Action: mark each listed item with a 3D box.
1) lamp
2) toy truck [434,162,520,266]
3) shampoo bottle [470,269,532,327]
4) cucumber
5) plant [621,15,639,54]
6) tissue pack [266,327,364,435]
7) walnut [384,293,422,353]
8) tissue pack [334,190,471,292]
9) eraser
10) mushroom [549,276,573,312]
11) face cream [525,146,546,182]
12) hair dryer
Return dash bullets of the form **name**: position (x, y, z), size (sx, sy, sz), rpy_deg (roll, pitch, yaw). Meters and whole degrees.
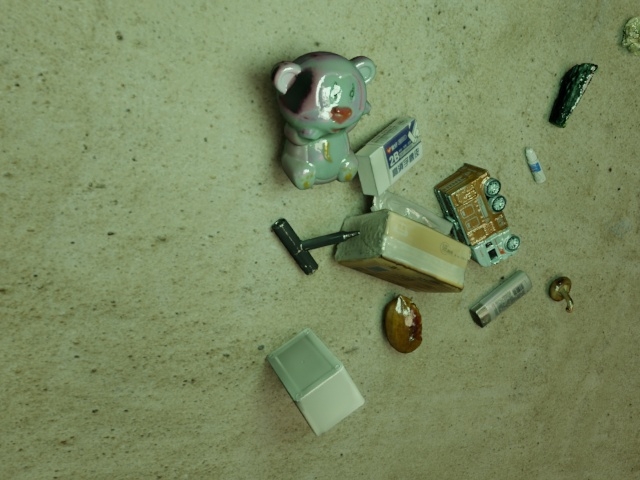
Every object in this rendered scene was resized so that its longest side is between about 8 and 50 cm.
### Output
- **lamp**: position (-0.006, -0.299, 1.249), size (0.248, 0.247, 0.300), rpy_deg (-10, 133, -18)
- **toy truck**: position (0.464, -0.063, 1.583), size (0.162, 0.136, 0.305), rpy_deg (-32, 115, -5)
- **shampoo bottle**: position (0.606, 0.196, 1.777), size (0.228, 0.056, 0.086), rpy_deg (-36, 120, -10)
- **cucumber**: position (0.766, -0.444, 1.626), size (0.086, 0.115, 0.192), rpy_deg (22, 105, 14)
- **plant**: position (1.015, -0.644, 1.656), size (0.117, 0.122, 0.104), rpy_deg (28, 83, -23)
- **tissue pack**: position (-0.020, 0.373, 1.437), size (0.160, 0.246, 0.135), rpy_deg (-33, 116, -11)
- **walnut**: position (0.250, 0.250, 1.600), size (0.116, 0.116, 0.207), rpy_deg (-19, 113, -18)
- **tissue pack**: position (0.234, 0.003, 1.459), size (0.306, 0.238, 0.238), rpy_deg (21, 97, -28)
- **eraser**: position (0.181, -0.221, 1.389), size (0.210, 0.068, 0.124), rpy_deg (-42, 131, -32)
- **mushroom**: position (0.852, 0.194, 1.877), size (0.088, 0.073, 0.129), rpy_deg (12, 67, -42)
- **face cream**: position (0.679, -0.241, 1.678), size (0.034, 0.034, 0.130), rpy_deg (-39, 119, -9)
- **hair dryer**: position (-0.003, -0.012, 1.386), size (0.195, 0.050, 0.173), rpy_deg (-26, 120, 18)
